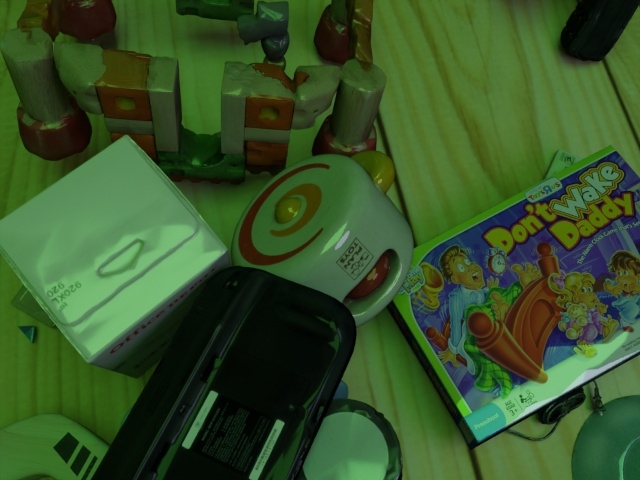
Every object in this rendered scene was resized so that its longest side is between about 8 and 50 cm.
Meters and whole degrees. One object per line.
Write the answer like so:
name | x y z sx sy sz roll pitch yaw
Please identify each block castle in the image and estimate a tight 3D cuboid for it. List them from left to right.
block castle | -0.144 -0.233 0.827 0.454 0.212 0.302 3 60 -7

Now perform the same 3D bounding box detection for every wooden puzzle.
wooden puzzle | -0.354 0.069 0.819 0.079 0.014 0.116 34 74 14

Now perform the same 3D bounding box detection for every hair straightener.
hair straightener | 0.318 0.179 0.777 0.231 0.047 0.089 -28 71 -11

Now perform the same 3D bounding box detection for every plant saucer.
plant saucer | 0.405 0.283 0.754 0.195 0.037 0.194 0 72 -1

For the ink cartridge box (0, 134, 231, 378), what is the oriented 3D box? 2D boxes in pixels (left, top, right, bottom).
ink cartridge box | -0.215 0.031 0.710 0.171 0.232 0.168 -40 82 -15

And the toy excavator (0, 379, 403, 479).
toy excavator | -0.189 0.262 0.679 0.445 0.222 0.433 34 72 23

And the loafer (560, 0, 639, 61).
loafer | 0.429 -0.355 0.883 0.078 0.223 0.076 12 42 -16

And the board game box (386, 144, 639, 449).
board game box | 0.273 0.063 0.770 0.347 0.078 0.233 -28 66 -5

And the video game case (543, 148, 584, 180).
video game case | 0.365 -0.032 0.866 0.143 0.019 0.157 27 73 7

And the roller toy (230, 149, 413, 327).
roller toy | 0.000 0.000 0.739 0.209 0.146 0.191 -20 44 28

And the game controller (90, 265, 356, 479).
game controller | -0.092 0.171 0.570 0.167 0.067 0.319 22 66 13
